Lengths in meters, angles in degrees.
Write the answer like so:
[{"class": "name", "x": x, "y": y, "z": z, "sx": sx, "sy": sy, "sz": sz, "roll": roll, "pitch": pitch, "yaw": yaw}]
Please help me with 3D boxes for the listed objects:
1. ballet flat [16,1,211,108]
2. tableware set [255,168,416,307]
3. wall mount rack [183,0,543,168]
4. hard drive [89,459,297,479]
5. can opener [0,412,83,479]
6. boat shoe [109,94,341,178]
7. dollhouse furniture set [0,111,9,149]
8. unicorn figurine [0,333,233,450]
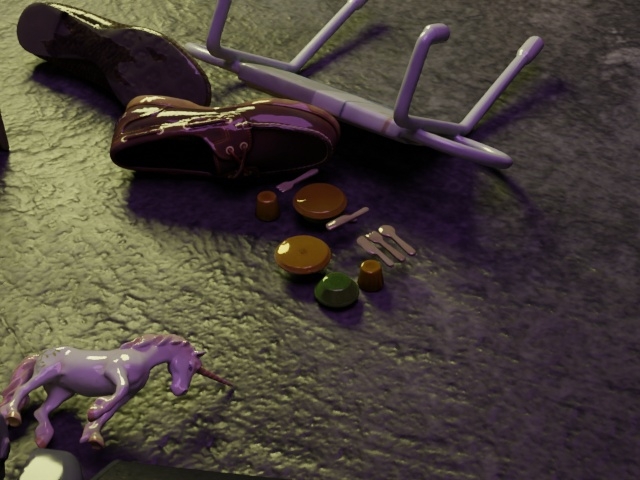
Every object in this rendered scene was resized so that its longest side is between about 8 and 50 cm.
[{"class": "ballet flat", "x": -0.198, "y": -0.176, "z": 1.346, "sx": 0.249, "sy": 0.084, "sz": 0.058, "roll": 24, "pitch": 8, "yaw": 29}, {"class": "tableware set", "x": 0.000, "y": 0.000, "z": 1.167, "sx": 0.104, "sy": 0.024, "sz": 0.154, "roll": -27, "pitch": 48, "yaw": -27}, {"class": "wall mount rack", "x": 0.058, "y": -0.179, "z": 1.320, "sx": 0.350, "sy": 0.131, "sz": 0.304, "roll": 23, "pitch": 12, "yaw": 23}, {"class": "hard drive", "x": -0.090, "y": 0.201, "z": 0.808, "sx": 0.172, "sy": 0.054, "sz": 0.255, "roll": 6, "pitch": 13, "yaw": 5}, {"class": "can opener", "x": -0.220, "y": 0.218, "z": 0.838, "sx": 0.093, "sy": 0.074, "sz": 0.280, "roll": 7, "pitch": 39, "yaw": 5}, {"class": "boat shoe", "x": -0.087, "y": -0.084, "z": 1.231, "sx": 0.207, "sy": 0.073, "sz": 0.073, "roll": 2, "pitch": 40, "yaw": 11}, {"class": "dollhouse furniture set", "x": -0.448, "y": -0.174, "z": 1.269, "sx": 0.262, "sy": 0.135, "sz": 0.259, "roll": -12, "pitch": 41, "yaw": -17}, {"class": "unicorn figurine", "x": -0.158, "y": 0.105, "z": 0.995, "sx": 0.161, "sy": 0.060, "sz": 0.111, "roll": 12, "pitch": 40, "yaw": 11}]
